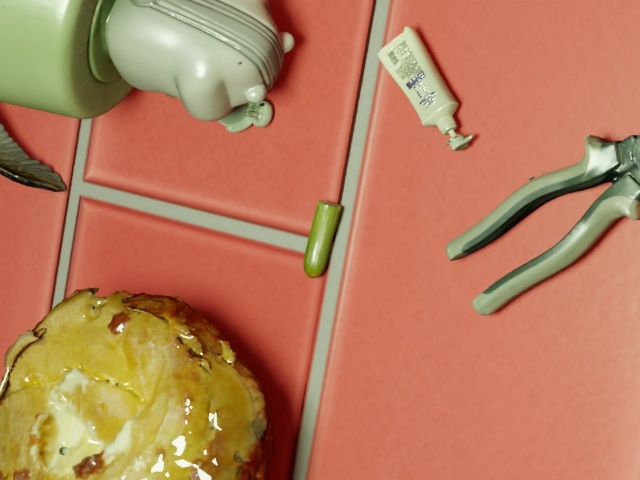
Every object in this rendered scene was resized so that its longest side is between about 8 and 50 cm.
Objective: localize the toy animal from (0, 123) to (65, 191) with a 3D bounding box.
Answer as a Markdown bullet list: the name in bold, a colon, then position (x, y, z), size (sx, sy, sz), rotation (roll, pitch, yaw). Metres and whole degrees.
- **toy animal**: position (-0.466, -0.146, 1.883), size (0.272, 0.197, 0.160), rotation (1, 87, 40)

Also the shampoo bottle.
- **shampoo bottle**: position (0.109, -0.149, 1.555), size (0.049, 0.034, 0.141), rotation (-37, 69, 22)

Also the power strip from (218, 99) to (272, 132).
- **power strip**: position (-0.091, -0.146, 1.698), size (0.083, 0.035, 0.055), rotation (16, 98, 37)

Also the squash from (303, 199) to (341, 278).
- **squash**: position (0.000, 0.000, 1.633), size (0.027, 0.027, 0.083), rotation (23, 104, 34)

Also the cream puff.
- **cream puff**: position (-0.197, 0.227, 1.646), size (0.350, 0.228, 0.350), rotation (-10, 63, 21)

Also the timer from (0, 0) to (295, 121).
- **timer**: position (-0.184, -0.237, 1.657), size (0.315, 0.291, 0.291), rotation (23, 103, 13)

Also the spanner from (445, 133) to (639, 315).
- **spanner**: position (0.253, -0.042, 1.444), size (0.325, 0.040, 0.095), rotation (-36, 70, 31)
